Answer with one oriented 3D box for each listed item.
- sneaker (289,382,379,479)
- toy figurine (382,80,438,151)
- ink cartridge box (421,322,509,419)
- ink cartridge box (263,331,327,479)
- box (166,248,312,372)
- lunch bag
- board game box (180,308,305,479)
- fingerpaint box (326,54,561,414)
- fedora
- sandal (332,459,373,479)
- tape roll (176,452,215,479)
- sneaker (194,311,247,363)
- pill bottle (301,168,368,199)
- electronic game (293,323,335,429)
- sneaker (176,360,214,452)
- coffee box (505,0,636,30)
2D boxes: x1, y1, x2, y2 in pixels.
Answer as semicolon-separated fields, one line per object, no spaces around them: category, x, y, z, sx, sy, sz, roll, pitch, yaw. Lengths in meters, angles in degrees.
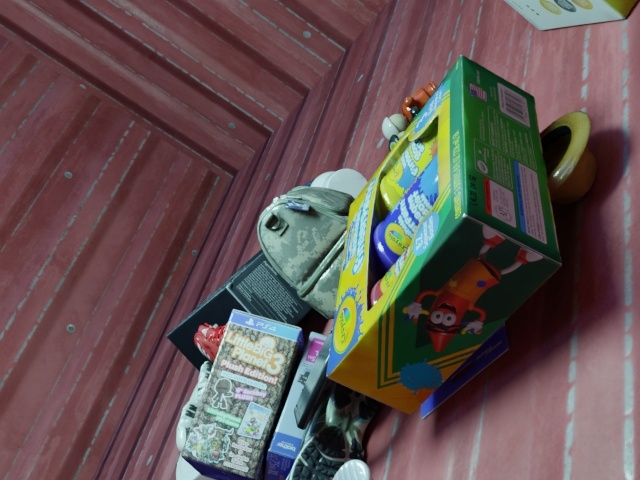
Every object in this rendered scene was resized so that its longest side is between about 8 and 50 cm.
sneaker;0.020;0.360;1.514;0.283;0.110;0.122;-59;3;-36
toy figurine;0.230;-0.185;1.697;0.148;0.209;0.213;-42;19;11
ink cartridge box;0.213;0.152;1.403;0.206;0.045;0.208;-48;20;31
ink cartridge box;-0.046;0.349;1.640;0.186;0.065;0.311;100;-173;-52
box;-0.149;0.147;2.093;0.312;0.179;0.343;-46;5;-40
lunch bag;0.000;0.000;1.839;0.213;0.256;0.305;-53;1;11
board game box;-0.139;0.318;1.690;0.232;0.141;0.291;85;-159;-67
fingerpaint box;0.180;-0.019;1.373;0.371;0.163;0.445;-54;16;37
fedora;0.376;-0.111;1.361;0.194;0.079;0.194;-52;13;17
sandal;0.034;0.448;1.301;0.102;0.076;0.265;47;116;50
tape roll;-0.217;0.453;2.005;0.286;0.100;0.286;-51;17;23
sneaker;-0.221;0.211;1.900;0.087;0.128;0.221;-47;-19;-42
pill bottle;0.018;-0.094;2.262;0.264;0.153;0.153;-25;35;63
electronic game;0.015;0.216;1.486;0.229;0.048;0.229;-63;-6;-12
sneaker;-0.255;0.387;1.898;0.118;0.110;0.292;-59;6;23
coffee box;0.466;-0.644;1.648;0.338;0.337;0.334;-56;16;1
